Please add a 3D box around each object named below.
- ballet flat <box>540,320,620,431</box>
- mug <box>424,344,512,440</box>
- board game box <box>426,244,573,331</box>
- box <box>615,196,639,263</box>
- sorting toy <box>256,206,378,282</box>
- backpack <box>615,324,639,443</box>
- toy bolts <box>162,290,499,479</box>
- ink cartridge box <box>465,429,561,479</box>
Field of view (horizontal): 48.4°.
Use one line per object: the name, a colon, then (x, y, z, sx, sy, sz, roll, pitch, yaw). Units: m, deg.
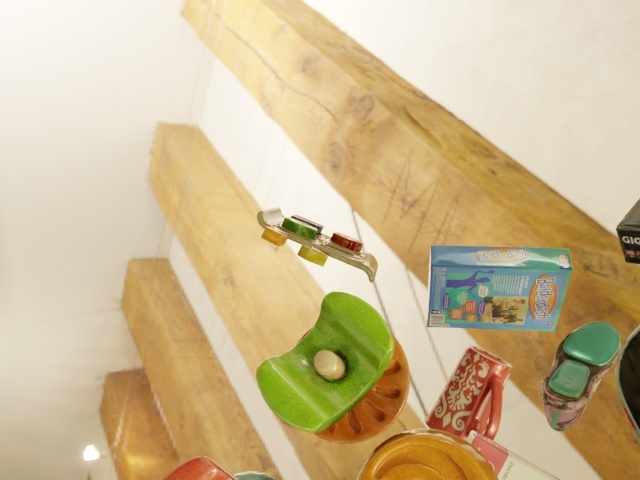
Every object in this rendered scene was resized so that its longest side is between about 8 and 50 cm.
ballet flat: (0.357, 0.190, 0.993, 0.077, 0.221, 0.079, 21, -58, 27)
mug: (0.295, 0.298, 1.327, 0.150, 0.113, 0.169, 28, -85, 42)
board game box: (0.277, 0.078, 1.134, 0.160, 0.210, 0.047, 85, 9, -46)
box: (0.434, -0.049, 0.718, 0.175, 0.220, 0.051, 10, -45, 52)
sorting toy: (0.000, 0.000, 1.244, 0.041, 0.229, 0.307, -63, 176, 7)
backpack: (0.454, 0.177, 0.753, 0.225, 0.191, 0.253, -42, -118, 35)
toy bolts: (0.011, 0.190, 0.542, 0.228, 0.158, 0.218, -43, -115, -4)
ink cartridge box: (0.255, 0.367, 0.902, 0.218, 0.092, 0.158, 28, -96, 12)
